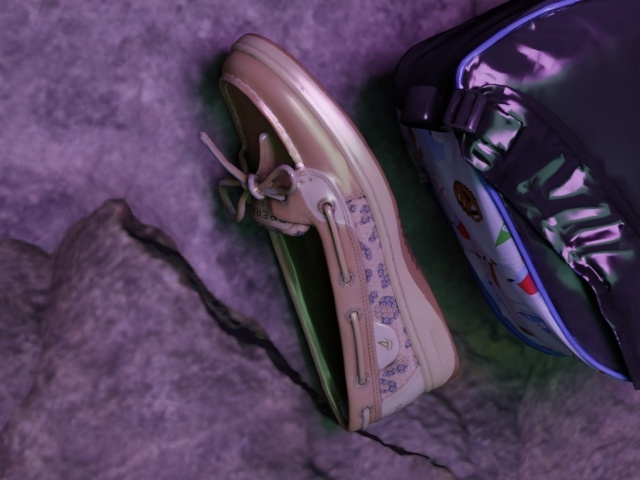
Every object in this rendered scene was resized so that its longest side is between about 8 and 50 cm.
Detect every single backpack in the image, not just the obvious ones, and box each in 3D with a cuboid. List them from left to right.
[{"bbox_3d":[0.191,-0.046,1.071,0.276,0.213,0.263,-27,101,-12],"label":"backpack"}]

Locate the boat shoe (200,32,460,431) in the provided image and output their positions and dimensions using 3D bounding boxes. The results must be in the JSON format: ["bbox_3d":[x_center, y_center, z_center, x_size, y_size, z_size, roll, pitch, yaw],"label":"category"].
[{"bbox_3d":[0.000,0.000,1.063,0.089,0.104,0.285,-34,112,-14],"label":"boat shoe"}]
